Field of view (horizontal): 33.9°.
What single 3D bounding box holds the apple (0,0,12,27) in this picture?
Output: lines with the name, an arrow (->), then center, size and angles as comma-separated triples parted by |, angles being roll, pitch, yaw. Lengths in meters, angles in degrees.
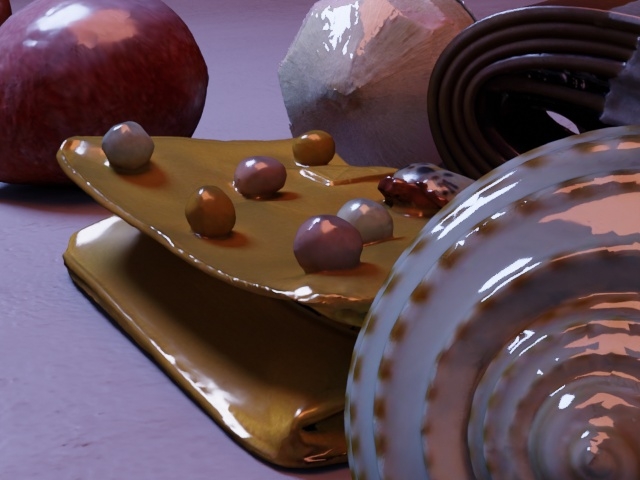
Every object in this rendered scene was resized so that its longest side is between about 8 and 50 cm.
apple -> -0.553, -0.309, 1.488 | 0.218, 0.218, 0.201 | 4, 23, 11

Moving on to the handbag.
handbag -> 0.000, 0.000, 0.757 | 0.283, 0.133, 0.401 | -7, 20, -33

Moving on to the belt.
belt -> 0.262, -0.099, 0.877 | 0.339, 0.217, 0.122 | 17, 26, 33

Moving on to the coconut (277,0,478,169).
coconut -> 0.062, -0.164, 1.080 | 0.224, 0.224, 0.234 | 11, 23, 30

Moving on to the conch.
conch -> 0.179, 0.062, 0.443 | 0.303, 0.215, 0.319 | 21, 27, 24

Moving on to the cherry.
cherry -> -0.246, -0.160, 1.076 | 0.240, 0.206, 0.239 | 10, 25, -5
